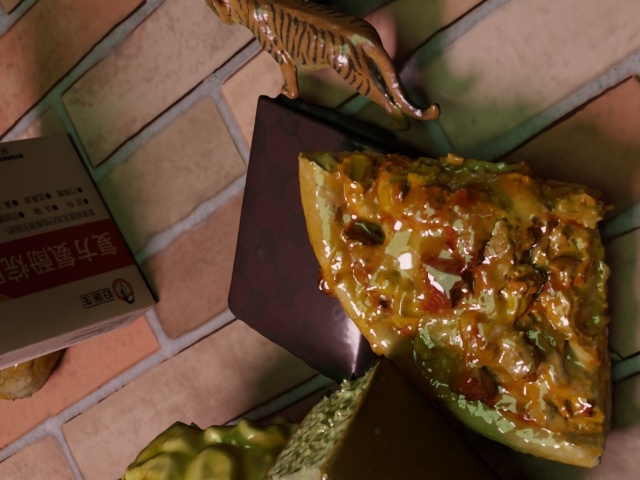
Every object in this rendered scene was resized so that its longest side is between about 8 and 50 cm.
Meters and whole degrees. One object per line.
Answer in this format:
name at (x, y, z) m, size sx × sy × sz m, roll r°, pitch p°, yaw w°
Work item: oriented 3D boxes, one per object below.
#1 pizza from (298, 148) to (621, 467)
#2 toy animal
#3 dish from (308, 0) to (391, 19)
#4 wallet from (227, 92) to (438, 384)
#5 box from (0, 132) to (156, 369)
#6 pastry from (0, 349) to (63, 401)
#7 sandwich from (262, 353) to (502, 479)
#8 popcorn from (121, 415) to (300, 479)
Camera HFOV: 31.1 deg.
pizza at (0.120, 0.029, 0.884) m, size 0.335 × 0.086 × 0.226 m, roll 48°, pitch 123°, yaw 6°
toy animal at (-0.004, -0.158, 0.950) m, size 0.241 × 0.099 × 0.057 m, roll 28°, pitch 72°, yaw 30°
dish at (0.002, -0.321, 0.902) m, size 0.303 × 0.120 × 0.303 m, roll 8°, pitch 104°, yaw 34°
wallet at (0.000, 0.000, 1.021) m, size 0.182 × 0.049 × 0.229 m, roll 26°, pitch 116°, yaw 29°
box at (-0.337, 0.020, 1.078) m, size 0.069 × 0.353 × 0.214 m, roll -36°, pitch 79°, yaw 38°
pastry at (-0.360, 0.080, 1.274) m, size 0.182 × 0.093 × 0.192 m, roll 45°, pitch 122°, yaw 17°
sandwich at (0.076, 0.218, 0.912) m, size 0.236 × 0.128 × 0.122 m, roll 45°, pitch 144°, yaw -13°
popcorn at (-0.064, 0.255, 1.018) m, size 0.249 × 0.249 × 0.225 m, roll 9°, pitch 70°, yaw 35°
